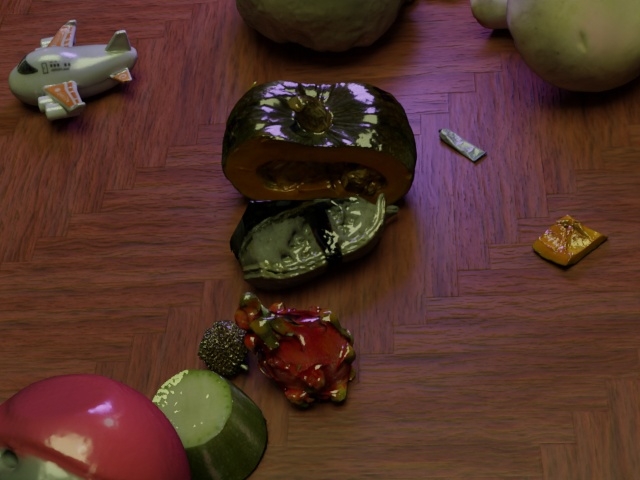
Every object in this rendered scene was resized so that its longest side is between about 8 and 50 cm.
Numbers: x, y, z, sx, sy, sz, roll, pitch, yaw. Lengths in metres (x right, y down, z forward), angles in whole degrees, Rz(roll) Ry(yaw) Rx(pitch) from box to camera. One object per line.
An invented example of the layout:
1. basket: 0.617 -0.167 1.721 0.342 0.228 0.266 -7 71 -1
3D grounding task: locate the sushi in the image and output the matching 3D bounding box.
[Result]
1. sushi: 0.006 0.007 1.651 0.273 0.134 0.109 -5 65 -18

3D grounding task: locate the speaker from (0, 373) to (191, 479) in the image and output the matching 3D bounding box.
1. speaker: -0.309 0.323 1.329 0.294 0.294 0.294 -4 51 5

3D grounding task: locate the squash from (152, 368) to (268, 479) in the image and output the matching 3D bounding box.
1. squash: -0.166 0.255 1.463 0.170 0.123 0.170 -5 55 8

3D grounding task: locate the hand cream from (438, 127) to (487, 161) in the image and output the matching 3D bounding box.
1. hand cream: 0.239 -0.164 1.809 0.030 0.019 0.093 -39 63 -24

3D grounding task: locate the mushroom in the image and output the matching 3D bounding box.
1. mushroom: 0.430 -0.424 1.810 0.356 0.315 0.315 23 57 12

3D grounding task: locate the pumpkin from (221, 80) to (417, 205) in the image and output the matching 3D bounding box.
1. pumpkin: -0.002 -0.163 1.707 0.317 0.222 0.139 5 51 11

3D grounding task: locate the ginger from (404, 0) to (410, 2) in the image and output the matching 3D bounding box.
1. ginger: 0.218 -0.507 2.059 0.165 0.067 0.096 -43 62 -7

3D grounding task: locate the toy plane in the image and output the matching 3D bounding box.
1. toy plane: -0.460 -0.320 1.966 0.245 0.117 0.244 -3 52 4

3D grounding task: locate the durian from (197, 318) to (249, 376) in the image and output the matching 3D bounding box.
1. durian: -0.137 0.160 1.564 0.091 0.080 0.080 37 63 13

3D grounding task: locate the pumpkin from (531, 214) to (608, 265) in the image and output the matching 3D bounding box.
1. pumpkin: 0.388 -0.003 1.643 0.101 0.035 0.073 -36 58 -23

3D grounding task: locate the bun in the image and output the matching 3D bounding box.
1. bun: -0.009 -0.497 1.992 0.360 0.211 0.359 3 55 -4

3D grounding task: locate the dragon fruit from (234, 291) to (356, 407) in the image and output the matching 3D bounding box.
1. dragon fruit: -0.041 0.147 1.519 0.150 0.208 0.133 -35 22 35
